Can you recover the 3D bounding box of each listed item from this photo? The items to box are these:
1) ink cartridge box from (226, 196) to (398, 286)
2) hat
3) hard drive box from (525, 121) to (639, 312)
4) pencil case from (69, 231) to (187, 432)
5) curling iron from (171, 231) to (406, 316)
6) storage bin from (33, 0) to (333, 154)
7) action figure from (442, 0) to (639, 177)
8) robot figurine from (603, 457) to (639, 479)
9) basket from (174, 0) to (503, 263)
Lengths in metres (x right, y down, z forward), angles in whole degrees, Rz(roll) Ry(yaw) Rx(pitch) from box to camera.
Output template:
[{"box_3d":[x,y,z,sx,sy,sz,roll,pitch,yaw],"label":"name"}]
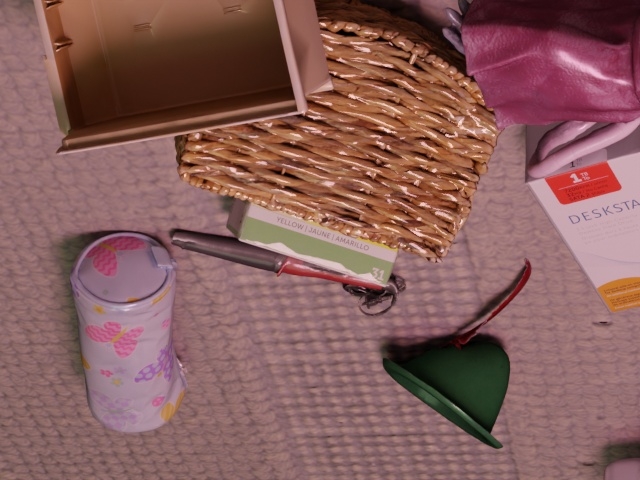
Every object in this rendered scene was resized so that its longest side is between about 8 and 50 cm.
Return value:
[{"box_3d":[0.000,0.000,2.011,0.171,0.235,0.056,17,95,-11],"label":"ink cartridge box"},{"box_3d":[0.198,0.126,2.267,0.173,0.183,0.208,39,173,-24],"label":"hat"},{"box_3d":[0.339,-0.042,1.988,0.181,0.089,0.232,-16,135,25],"label":"hard drive box"},{"box_3d":[-0.222,0.112,2.245,0.124,0.113,0.273,-3,141,-2],"label":"pencil case"},{"box_3d":[-0.037,0.034,2.181,0.274,0.035,0.068,14,140,-8],"label":"curling iron"},{"box_3d":[-0.144,-0.231,1.708,0.260,0.123,0.262,-9,101,18],"label":"storage bin"},{"box_3d":[0.302,-0.150,1.693,0.370,0.248,0.276,7,127,34],"label":"action figure"},{"box_3d":[0.522,0.323,2.313,0.353,0.200,0.300,-6,140,16],"label":"robot figurine"},{"box_3d":[0.014,-0.142,1.917,0.299,0.223,0.213,17,107,-12],"label":"basket"}]
